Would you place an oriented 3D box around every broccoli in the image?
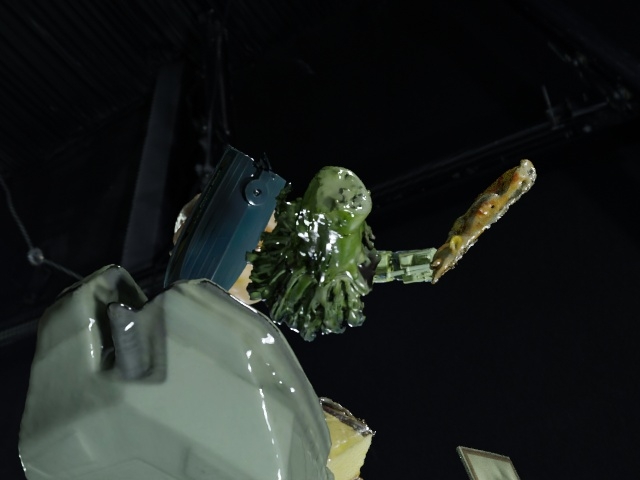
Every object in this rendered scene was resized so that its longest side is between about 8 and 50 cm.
[{"bbox_3d":[0.002,0.007,0.754,0.165,0.304,0.145,28,-111,3],"label":"broccoli"}]

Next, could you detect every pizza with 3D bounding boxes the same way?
[{"bbox_3d":[0.172,-0.010,0.838,0.036,0.184,0.176,43,-109,6],"label":"pizza"}]

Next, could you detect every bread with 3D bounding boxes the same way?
[{"bbox_3d":[0.007,0.372,1.237,0.152,0.127,0.147,38,-55,39],"label":"bread"}]

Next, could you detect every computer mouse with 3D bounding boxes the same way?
[{"bbox_3d":[-0.099,0.203,0.571,0.228,0.429,0.145,6,-152,16],"label":"computer mouse"}]

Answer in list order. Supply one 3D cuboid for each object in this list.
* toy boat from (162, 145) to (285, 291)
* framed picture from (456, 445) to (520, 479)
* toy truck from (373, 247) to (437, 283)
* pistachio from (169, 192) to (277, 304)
[{"bbox_3d":[-0.166,-0.003,1.120,0.122,0.114,0.296,12,-107,61],"label":"toy boat"},{"bbox_3d":[0.319,0.455,1.158,0.010,0.173,0.231,-42,-135,24],"label":"framed picture"},{"bbox_3d":[0.179,0.057,1.511,0.169,0.100,0.077,-2,-88,15],"label":"toy truck"},{"bbox_3d":[-0.178,0.014,1.342,0.230,0.309,0.230,-1,-103,4],"label":"pistachio"}]
